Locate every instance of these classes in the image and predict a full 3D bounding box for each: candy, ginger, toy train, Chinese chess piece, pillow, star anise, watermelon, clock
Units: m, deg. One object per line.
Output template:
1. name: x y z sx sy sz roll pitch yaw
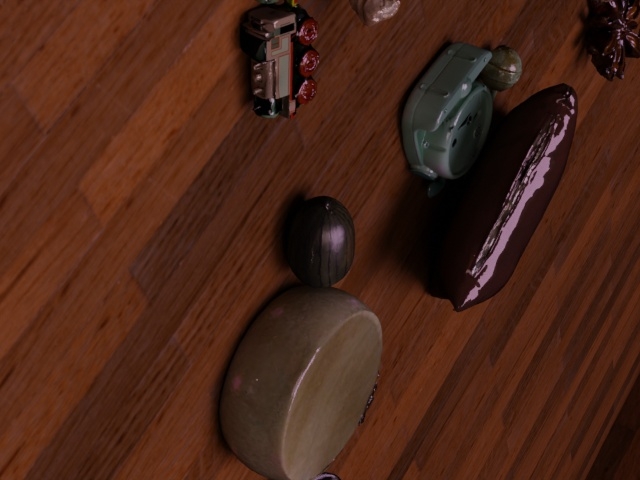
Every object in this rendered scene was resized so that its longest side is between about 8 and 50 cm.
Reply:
1. candy: 0.224 -0.170 1.606 0.061 0.061 0.203 -31 143 -51
2. ginger: 0.103 -0.319 1.227 0.288 0.075 0.089 -52 172 -38
3. toy train: -0.036 -0.222 1.064 0.085 0.053 0.250 -32 137 -38
4. Chinese chess piece: -0.018 0.163 1.340 0.238 0.092 0.238 -41 142 -43
5. pillow: 0.236 -0.047 1.563 0.308 0.108 0.305 -63 179 -1
6. star anise: 0.490 -0.363 1.917 0.234 0.073 0.177 -46 132 -32
7. watermelon: 0.000 0.000 1.270 0.078 0.078 0.111 -40 141 -44
8. clock: 0.166 -0.146 1.488 0.148 0.060 0.189 -54 151 -27

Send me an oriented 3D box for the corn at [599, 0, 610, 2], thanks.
1. corn: 0.420 -0.464 1.704 0.079 0.079 0.237 -28 132 -53

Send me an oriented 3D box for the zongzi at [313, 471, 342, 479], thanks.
1. zongzi: -0.016 0.463 1.382 0.317 0.289 0.154 -24 159 -46
